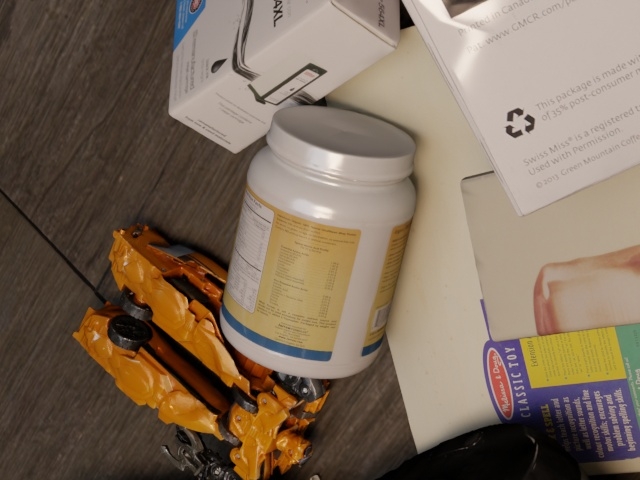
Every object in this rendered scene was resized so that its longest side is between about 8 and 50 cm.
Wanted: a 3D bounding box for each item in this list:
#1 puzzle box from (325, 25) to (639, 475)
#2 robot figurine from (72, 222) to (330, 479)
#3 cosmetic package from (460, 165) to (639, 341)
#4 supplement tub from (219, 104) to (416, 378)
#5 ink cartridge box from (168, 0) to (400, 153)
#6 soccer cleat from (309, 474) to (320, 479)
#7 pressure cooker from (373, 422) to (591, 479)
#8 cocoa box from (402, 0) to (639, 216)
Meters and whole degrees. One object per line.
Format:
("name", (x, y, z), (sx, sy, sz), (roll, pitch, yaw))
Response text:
("puzzle box", (0.163, 0.005, 1.239), (0.272, 0.052, 0.409), (-11, 96, 35))
("robot figurine", (-0.110, 0.120, 1.435), (0.291, 0.085, 0.211), (38, 121, 21))
("cosmetic package", (0.260, -0.013, 1.000), (0.296, 0.153, 0.129), (-12, 88, 50))
("supplement tub", (0.000, 0.000, 1.229), (0.144, 0.144, 0.200), (25, 114, 27))
("ink cartridge box", (-0.033, -0.192, 1.261), (0.203, 0.086, 0.148), (-31, 45, 36))
("soccer cleat", (0.020, 0.257, 1.416), (0.083, 0.029, 0.036), (23, 118, 33))
("pressure cooker", (0.141, 0.408, 1.145), (0.370, 0.375, 0.420), (-32, 96, 40))
("cocoa box", (0.225, -0.213, 0.926), (0.347, 0.228, 0.231), (-26, 106, 12))
